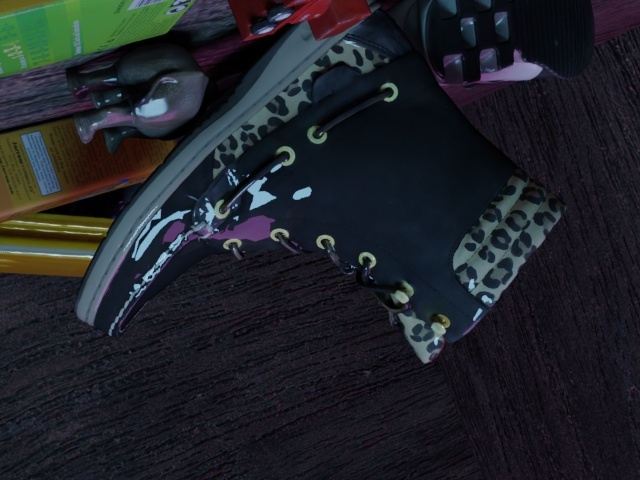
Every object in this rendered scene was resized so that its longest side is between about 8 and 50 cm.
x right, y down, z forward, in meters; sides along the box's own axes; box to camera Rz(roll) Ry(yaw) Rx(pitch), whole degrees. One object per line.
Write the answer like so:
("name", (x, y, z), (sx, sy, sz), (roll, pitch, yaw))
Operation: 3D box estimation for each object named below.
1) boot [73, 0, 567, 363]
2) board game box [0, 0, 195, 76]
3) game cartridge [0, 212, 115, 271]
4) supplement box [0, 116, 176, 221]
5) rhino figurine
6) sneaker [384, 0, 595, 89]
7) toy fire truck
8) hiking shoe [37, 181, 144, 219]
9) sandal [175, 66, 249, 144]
("boot", (0.000, 0.000, 0.936), (0.377, 0.284, 0.138), (-48, -178, -2))
("board game box", (-0.187, -0.117, 0.603), (0.259, 0.039, 0.124), (-24, -178, -27))
("game cartridge", (-0.369, 0.005, 1.261), (0.285, 0.052, 0.324), (4, 175, -17))
("supplement box", (-0.251, -0.076, 1.062), (0.078, 0.080, 0.233), (-17, -175, 46))
("rhino figurine", (-0.141, -0.119, 0.932), (0.106, 0.073, 0.243), (-18, -178, 1))
("sneaker", (0.160, -0.220, 1.129), (0.331, 0.122, 0.146), (-10, -171, -44))
("toy fire truck", (0.008, -0.187, 0.762), (0.135, 0.047, 0.192), (-22, 180, -33))
("hiking shoe", (-0.248, -0.076, 1.340), (0.132, 0.113, 0.304), (-9, 179, 37))
("sandal", (-0.057, -0.141, 1.158), (0.169, 0.102, 0.416), (9, 169, -37))
